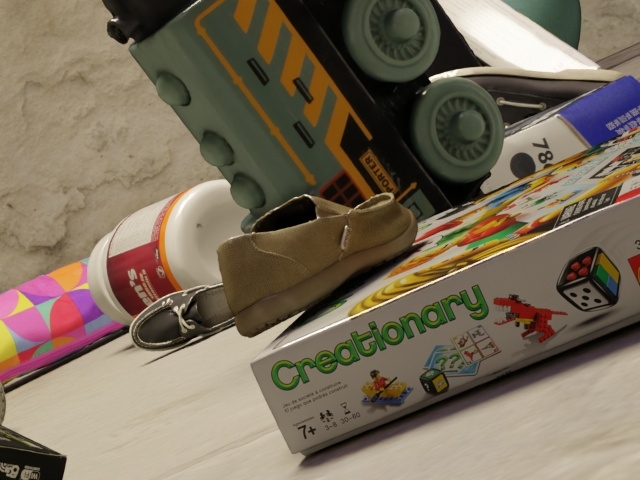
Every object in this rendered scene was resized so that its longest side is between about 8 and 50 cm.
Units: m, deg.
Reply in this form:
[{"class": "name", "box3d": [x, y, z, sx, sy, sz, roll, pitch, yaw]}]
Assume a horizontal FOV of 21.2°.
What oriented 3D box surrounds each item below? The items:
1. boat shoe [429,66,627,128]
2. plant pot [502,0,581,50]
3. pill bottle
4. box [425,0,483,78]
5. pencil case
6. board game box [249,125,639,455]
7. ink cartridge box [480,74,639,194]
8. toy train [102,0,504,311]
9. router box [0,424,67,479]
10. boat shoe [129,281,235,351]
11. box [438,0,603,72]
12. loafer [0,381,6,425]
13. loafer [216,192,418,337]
[{"class": "boat shoe", "box3d": [0.170, -0.108, 1.493, 0.206, 0.065, 0.075, -2, -22, 8]}, {"class": "plant pot", "box3d": [0.157, -0.195, 1.986, 0.290, 0.290, 0.195, -22, 40, 28]}, {"class": "pill bottle", "box3d": [-0.132, 0.020, 1.611, 0.121, 0.121, 0.221, -27, 4, -31]}, {"class": "box", "box3d": [0.036, -0.167, 1.703, 0.183, 0.296, 0.294, -34, 4, 0]}, {"class": "pencil case", "box3d": [-0.308, 0.097, 1.856, 0.236, 0.104, 0.104, -29, 6, -32]}, {"class": "board game box", "box3d": [0.096, 0.011, 0.861, 0.193, 0.053, 0.305, -24, 4, 16]}, {"class": "ink cartridge box", "box3d": [0.153, -0.059, 1.395, 0.333, 0.065, 0.165, -21, 5, 33]}, {"class": "toy train", "box3d": [-0.010, -0.106, 1.206, 0.190, 0.334, 0.142, -43, 15, -27]}, {"class": "router box", "box3d": [-0.205, 0.107, 0.888, 0.122, 0.038, 0.092, 15, -3, 45]}, {"class": "boat shoe", "box3d": [-0.102, 0.062, 1.454, 0.125, 0.046, 0.038, -16, -1, -4]}, {"class": "box", "box3d": [0.176, -0.215, 1.784, 0.067, 0.324, 0.063, -50, -39, 1]}, {"class": "loafer", "box3d": [-0.407, 0.166, 1.352, 0.319, 0.112, 0.111, -21, 2, -10]}, {"class": "loafer", "box3d": [0.000, 0.000, 0.842, 0.056, 0.050, 0.148, -25, 4, 32]}]
